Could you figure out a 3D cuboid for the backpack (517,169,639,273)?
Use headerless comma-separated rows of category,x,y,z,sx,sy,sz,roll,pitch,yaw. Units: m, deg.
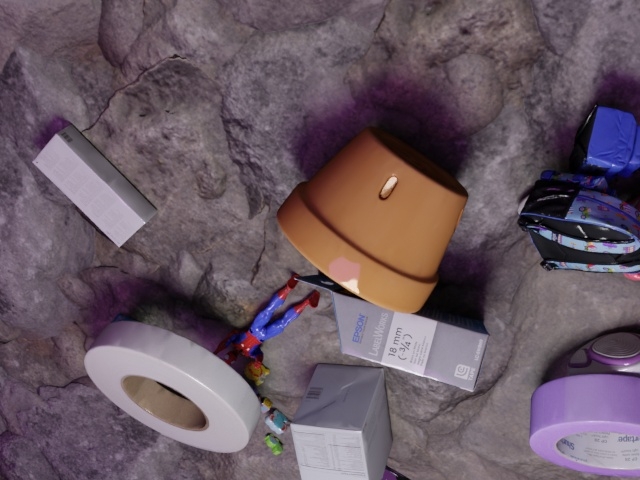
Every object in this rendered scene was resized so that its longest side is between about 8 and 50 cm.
backpack,0.406,-0.022,1.111,0.173,0.116,0.158,11,154,41

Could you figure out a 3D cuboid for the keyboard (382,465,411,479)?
keyboard,0.152,0.563,1.692,0.192,0.038,0.100,32,101,0

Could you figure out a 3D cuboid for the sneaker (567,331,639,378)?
sneaker,0.593,0.232,1.293,0.305,0.114,0.152,-11,114,24

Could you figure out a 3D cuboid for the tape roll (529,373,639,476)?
tape roll,0.517,0.335,1.327,0.275,0.090,0.274,10,149,6

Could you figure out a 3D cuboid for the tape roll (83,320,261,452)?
tape roll,-0.312,0.316,1.566,0.392,0.072,0.392,17,142,14

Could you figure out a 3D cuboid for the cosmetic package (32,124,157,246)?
cosmetic package,-0.447,-0.107,1.478,0.099,0.060,0.239,-37,102,30

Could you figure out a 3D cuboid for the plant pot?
plant pot,0.103,-0.050,1.217,0.291,0.291,0.203,34,106,-2

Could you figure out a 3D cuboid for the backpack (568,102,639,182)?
backpack,0.434,-0.133,1.128,0.101,0.120,0.097,20,81,6

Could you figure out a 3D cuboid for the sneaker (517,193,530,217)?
sneaker,0.409,-0.018,1.241,0.170,0.068,0.071,40,117,-6

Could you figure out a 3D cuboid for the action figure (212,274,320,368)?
action figure,-0.129,0.198,1.509,0.091,0.139,0.280,42,126,-6

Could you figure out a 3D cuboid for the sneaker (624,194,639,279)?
sneaker,0.549,-0.064,1.123,0.116,0.136,0.313,22,123,4

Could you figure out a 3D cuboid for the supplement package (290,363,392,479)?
supplement package,0.049,0.395,1.523,0.149,0.194,0.203,1,119,19

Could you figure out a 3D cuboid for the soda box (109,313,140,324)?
soda box,-0.376,0.244,1.655,0.210,0.067,0.071,21,124,6

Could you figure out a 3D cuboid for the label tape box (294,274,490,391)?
label tape box,0.121,0.156,1.325,0.334,0.240,0.105,15,91,10

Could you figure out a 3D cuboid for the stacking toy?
stacking toy,-0.124,0.381,1.660,0.221,0.052,0.167,43,123,-9
